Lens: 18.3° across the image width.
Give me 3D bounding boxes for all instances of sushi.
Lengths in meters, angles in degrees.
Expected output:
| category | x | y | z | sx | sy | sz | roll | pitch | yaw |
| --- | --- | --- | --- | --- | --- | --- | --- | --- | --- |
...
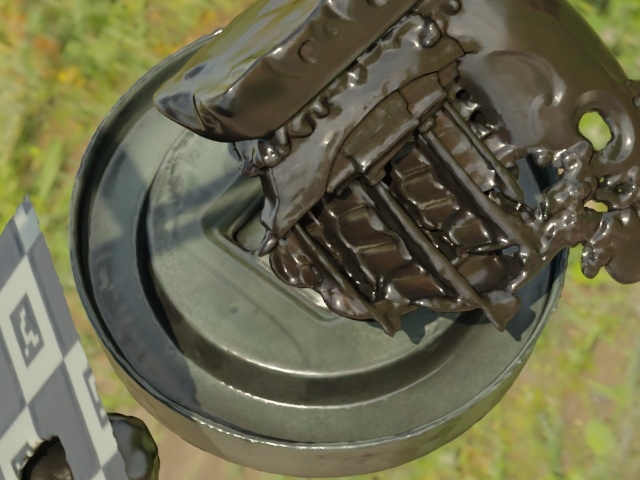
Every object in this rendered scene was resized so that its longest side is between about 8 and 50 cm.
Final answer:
| category | x | y | z | sx | sy | sz | roll | pitch | yaw |
| --- | --- | --- | --- | --- | --- | --- | --- | --- | --- |
| sushi | -0.143 | 0.200 | 1.141 | 0.359 | 0.064 | 0.343 | -48 | 59 | 52 |

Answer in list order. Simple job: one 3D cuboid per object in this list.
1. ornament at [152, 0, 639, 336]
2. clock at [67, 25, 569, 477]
| category | x | y | z | sx | sy | sz | roll | pitch | yaw |
| --- | --- | --- | --- | --- | --- | --- | --- | --- | --- |
| ornament | 0.073 | -0.053 | 1.114 | 0.251 | 0.260 | 0.106 | -42 | 16 | -18 |
| clock | -0.001 | 0.000 | 1.277 | 0.066 | 0.319 | 0.319 | 91 | -177 | -61 |
